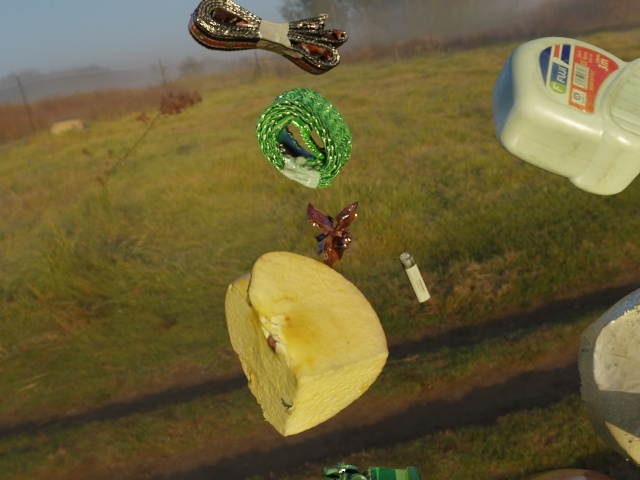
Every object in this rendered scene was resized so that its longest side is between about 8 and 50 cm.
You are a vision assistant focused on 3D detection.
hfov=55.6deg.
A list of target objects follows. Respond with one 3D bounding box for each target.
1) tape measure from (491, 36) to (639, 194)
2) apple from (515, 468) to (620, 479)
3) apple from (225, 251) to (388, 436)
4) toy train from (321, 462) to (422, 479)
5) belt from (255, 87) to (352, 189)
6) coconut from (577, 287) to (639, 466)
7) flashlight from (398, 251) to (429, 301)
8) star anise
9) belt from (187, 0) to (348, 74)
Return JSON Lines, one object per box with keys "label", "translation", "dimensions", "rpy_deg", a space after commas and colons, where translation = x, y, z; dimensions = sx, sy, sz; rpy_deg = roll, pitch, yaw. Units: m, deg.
{"label": "tape measure", "translation": [0.376, -0.190, 0.898], "dimensions": [0.246, 0.125, 0.243], "rpy_deg": [22, 48, 5]}
{"label": "apple", "translation": [0.356, 0.509, 0.848], "dimensions": [0.363, 0.364, 0.364], "rpy_deg": [-10, 14, 3]}
{"label": "apple", "translation": [-0.054, 0.192, 1.229], "dimensions": [0.314, 0.252, 0.309], "rpy_deg": [-41, 51, 7]}
{"label": "toy train", "translation": [0.075, 0.543, 1.235], "dimensions": [0.202, 0.301, 0.120], "rpy_deg": [11, 51, -13]}
{"label": "belt", "translation": [-0.019, -0.155, 0.911], "dimensions": [0.121, 0.151, 0.079], "rpy_deg": [-38, 10, 36]}
{"label": "coconut", "translation": [0.644, 0.252, 1.099], "dimensions": [0.345, 0.347, 0.360], "rpy_deg": [-9, -11, 8]}
{"label": "flashlight", "translation": [0.132, 0.052, 0.855], "dimensions": [0.018, 0.083, 0.018], "rpy_deg": [-31, 35, -4]}
{"label": "star anise", "translation": [0.005, -0.005, 1.261], "dimensions": [0.144, 0.159, 0.140], "rpy_deg": [-17, 5, -43]}
{"label": "belt", "translation": [-0.117, -0.464, 1.380], "dimensions": [0.359, 0.126, 0.094], "rpy_deg": [3, 2, -21]}
